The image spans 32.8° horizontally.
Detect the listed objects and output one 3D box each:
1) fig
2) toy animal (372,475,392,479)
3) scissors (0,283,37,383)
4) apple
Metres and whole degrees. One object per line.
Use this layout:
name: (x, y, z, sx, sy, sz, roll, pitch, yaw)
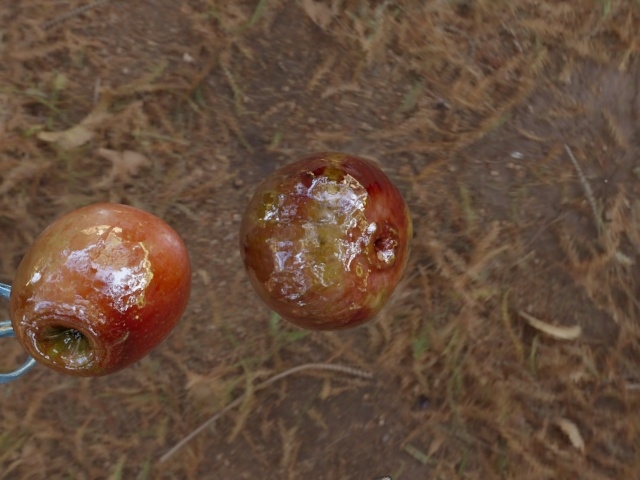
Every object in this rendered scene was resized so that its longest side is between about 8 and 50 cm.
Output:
fig: (-0.001, 0.000, 1.168, 0.205, 0.205, 0.205, 1, 93, 15)
toy animal: (0.072, 0.243, 0.602, 0.084, 0.148, 0.233, -48, 67, 17)
scissors: (-0.309, 0.092, 1.308, 0.030, 0.256, 0.125, -46, 64, 44)
apple: (-0.229, 0.052, 1.147, 0.181, 0.168, 0.181, 8, 130, 9)
